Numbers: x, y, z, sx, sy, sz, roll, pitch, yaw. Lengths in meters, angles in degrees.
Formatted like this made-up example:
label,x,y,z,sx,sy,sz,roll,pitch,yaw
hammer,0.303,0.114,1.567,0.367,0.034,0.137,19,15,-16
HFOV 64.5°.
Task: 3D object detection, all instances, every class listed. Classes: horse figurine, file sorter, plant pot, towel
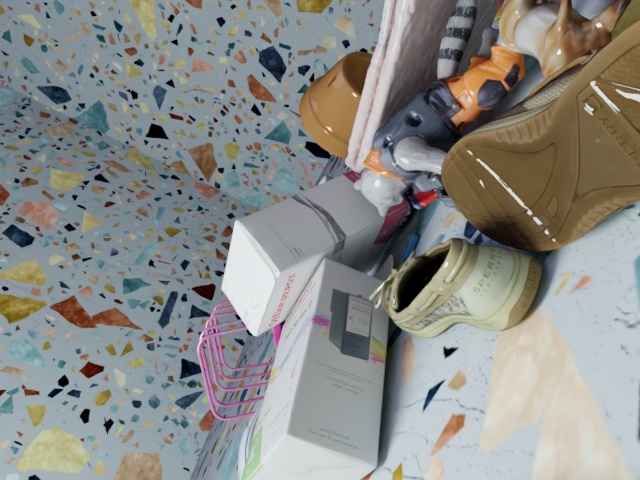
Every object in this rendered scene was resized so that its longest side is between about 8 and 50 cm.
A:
label,x,y,z,sx,sy,sz,roll,pitch,yaw
horse figurine,0.226,-0.233,0.506,0.174,0.066,0.263,79,176,-47
file sorter,-0.163,0.251,1.160,0.290,0.183,0.201,-126,25,-82
plant pot,0.107,-0.419,1.515,0.203,0.291,0.290,-48,17,54
towel,0.176,-0.297,0.804,0.332,0.053,0.316,-38,-24,-33

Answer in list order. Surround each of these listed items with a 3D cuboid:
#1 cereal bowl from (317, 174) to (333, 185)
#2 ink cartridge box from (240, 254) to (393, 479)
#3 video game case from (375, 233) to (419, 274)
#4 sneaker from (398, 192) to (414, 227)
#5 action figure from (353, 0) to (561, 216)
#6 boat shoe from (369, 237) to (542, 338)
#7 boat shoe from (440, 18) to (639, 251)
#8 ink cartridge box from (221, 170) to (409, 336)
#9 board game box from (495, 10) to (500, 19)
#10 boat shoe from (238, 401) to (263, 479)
label,x,y,z,sx,sy,sz,roll,pitch,yaw
cereal bowl,0.000,0.000,1.370,0.338,0.141,0.339,-62,8,15
ink cartridge box,0.004,0.176,0.746,0.353,0.119,0.207,-76,12,-47
video game case,0.109,0.075,0.850,0.166,0.015,0.119,-66,8,-18
sneaker,0.109,-0.066,0.971,0.078,0.106,0.234,-68,8,-23
action figure,0.167,-0.185,0.744,0.330,0.179,0.341,-52,13,9
boat shoe,0.123,0.045,0.563,0.104,0.090,0.285,-67,8,-17
boat shoe,0.212,-0.084,0.394,0.123,0.123,0.342,-35,-5,-14
ink cartridge box,-0.013,0.014,0.861,0.283,0.117,0.207,-26,-24,-33
board game box,0.387,-0.554,1.005,0.124,0.039,0.259,-113,47,-81
boat shoe,-0.058,0.301,0.891,0.094,0.109,0.302,-56,8,36
